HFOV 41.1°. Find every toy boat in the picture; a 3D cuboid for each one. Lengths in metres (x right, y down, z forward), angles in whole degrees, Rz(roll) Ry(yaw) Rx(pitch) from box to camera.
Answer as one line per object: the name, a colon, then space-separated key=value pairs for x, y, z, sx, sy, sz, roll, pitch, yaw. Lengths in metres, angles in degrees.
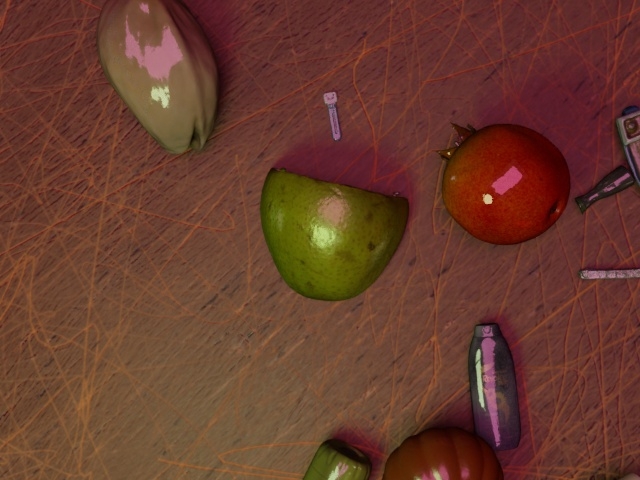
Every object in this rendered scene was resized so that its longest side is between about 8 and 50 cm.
toy boat: x=0.605 y=-0.147 z=1.539 sx=0.088 sy=0.102 sz=0.215 roll=-22 pitch=89 yaw=8

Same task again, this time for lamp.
lamp: x=0.219 y=0.435 z=1.538 sx=0.223 sy=0.196 sz=0.223 roll=-6 pitch=127 yaw=-8

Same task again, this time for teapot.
teapot: x=0.521 y=-0.092 z=1.578 sx=0.111 sy=0.043 sz=0.042 roll=-34 pitch=87 yaw=8

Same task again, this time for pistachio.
pistachio: x=-0.298 y=-0.316 z=1.590 sx=0.226 sy=0.208 sz=0.331 roll=-10 pitch=108 yaw=49

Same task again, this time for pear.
pear: x=0.003 y=0.001 z=1.595 sx=0.288 sy=0.139 sz=0.239 roll=14 pitch=100 yaw=7

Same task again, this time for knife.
knife: x=0.025 y=-0.239 z=1.644 sx=0.027 sy=0.010 sz=0.096 roll=-10 pitch=90 yaw=6

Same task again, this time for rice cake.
rice cake: x=0.542 y=0.061 z=1.585 sx=0.121 sy=0.022 sz=0.021 roll=-3 pitch=90 yaw=6

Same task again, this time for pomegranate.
pomegranate: x=0.315 y=-0.111 z=1.523 sx=0.221 sy=0.221 sz=0.256 roll=-43 pitch=60 yaw=5

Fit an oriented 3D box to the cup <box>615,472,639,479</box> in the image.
cup: x=0.494 y=0.560 z=1.499 sx=0.274 sy=0.253 sz=0.253 roll=-31 pitch=87 yaw=-3

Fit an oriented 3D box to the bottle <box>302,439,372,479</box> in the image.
bottle: x=-0.002 y=0.510 z=1.602 sx=0.112 sy=0.112 sz=0.260 roll=26 pitch=93 yaw=5

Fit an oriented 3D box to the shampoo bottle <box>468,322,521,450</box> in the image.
shampoo bottle: x=0.323 y=0.272 z=1.597 sx=0.087 sy=0.049 sz=0.233 roll=-5 pitch=90 yaw=4
